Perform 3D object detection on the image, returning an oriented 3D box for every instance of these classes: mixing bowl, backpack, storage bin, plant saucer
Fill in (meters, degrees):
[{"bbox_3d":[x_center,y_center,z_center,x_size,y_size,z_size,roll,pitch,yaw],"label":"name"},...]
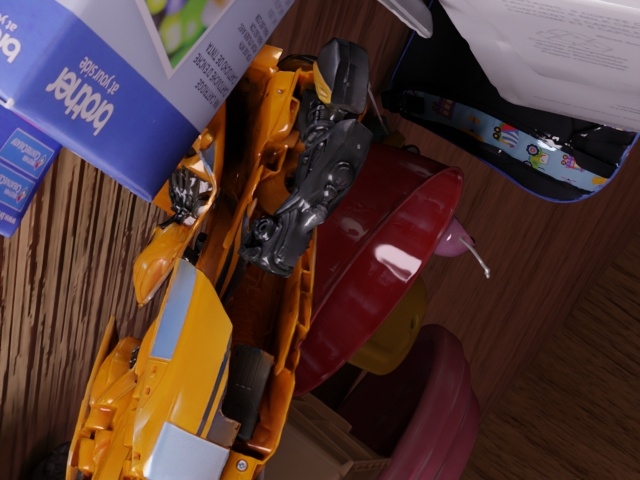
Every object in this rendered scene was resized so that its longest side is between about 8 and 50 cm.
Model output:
[{"bbox_3d":[0.000,0.000,1.052,0.181,0.098,0.181,-48,165,-17],"label":"mixing bowl"},{"bbox_3d":[0.154,-0.121,1.130,0.117,0.173,0.158,-38,159,-49],"label":"backpack"},{"bbox_3d":[-0.073,0.256,1.397,0.262,0.123,0.260,-55,168,0],"label":"storage bin"},{"bbox_3d":[0.056,0.242,1.654,0.332,0.084,0.332,-53,-171,12],"label":"plant saucer"}]

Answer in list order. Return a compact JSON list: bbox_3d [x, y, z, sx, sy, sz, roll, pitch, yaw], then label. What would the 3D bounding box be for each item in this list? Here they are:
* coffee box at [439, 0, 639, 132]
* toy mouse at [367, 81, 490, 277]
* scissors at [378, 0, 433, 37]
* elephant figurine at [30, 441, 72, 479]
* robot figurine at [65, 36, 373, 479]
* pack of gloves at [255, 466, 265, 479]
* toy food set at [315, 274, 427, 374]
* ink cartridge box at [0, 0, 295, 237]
[{"bbox_3d":[0.263,-0.213,0.738,0.338,0.338,0.334,20,85,-76],"label":"coffee box"},{"bbox_3d":[0.066,-0.035,1.169,0.031,0.161,0.143,-36,179,-1],"label":"toy mouse"},{"bbox_3d":[-0.031,-0.136,0.554,0.109,0.021,0.297,-48,145,-16],"label":"scissors"},{"bbox_3d":[-0.128,0.252,1.080,0.239,0.169,0.186,-55,162,21],"label":"elephant figurine"},{"bbox_3d":[-0.056,0.035,0.771,0.211,0.085,0.291,145,-37,-65],"label":"robot figurine"},{"bbox_3d":[-0.048,0.197,1.170,0.195,0.046,0.232,-168,-98,-74],"label":"pack of gloves"},{"bbox_3d":[0.016,0.026,1.236,0.218,0.071,0.128,34,71,-63],"label":"toy food set"},{"bbox_3d":[-0.051,-0.129,0.650,0.311,0.065,0.186,-52,166,-2],"label":"ink cartridge box"}]
